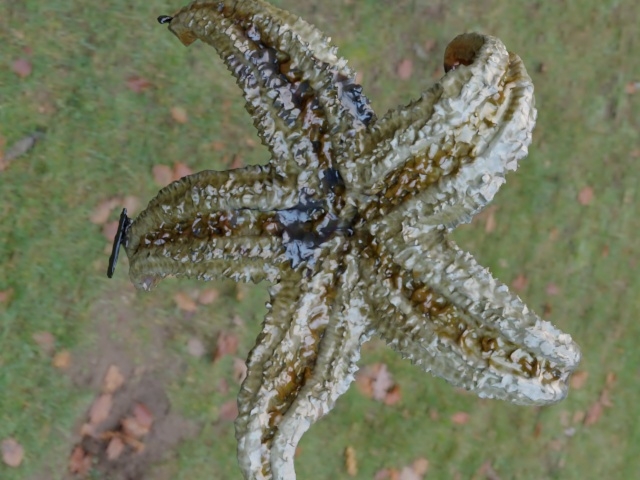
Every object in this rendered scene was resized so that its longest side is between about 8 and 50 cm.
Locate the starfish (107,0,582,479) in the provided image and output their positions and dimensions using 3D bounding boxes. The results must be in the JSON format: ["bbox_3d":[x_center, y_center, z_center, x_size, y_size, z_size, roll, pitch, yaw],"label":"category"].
[{"bbox_3d":[-0.001,0.003,0.750,0.113,0.303,0.312,19,71,-69],"label":"starfish"}]
